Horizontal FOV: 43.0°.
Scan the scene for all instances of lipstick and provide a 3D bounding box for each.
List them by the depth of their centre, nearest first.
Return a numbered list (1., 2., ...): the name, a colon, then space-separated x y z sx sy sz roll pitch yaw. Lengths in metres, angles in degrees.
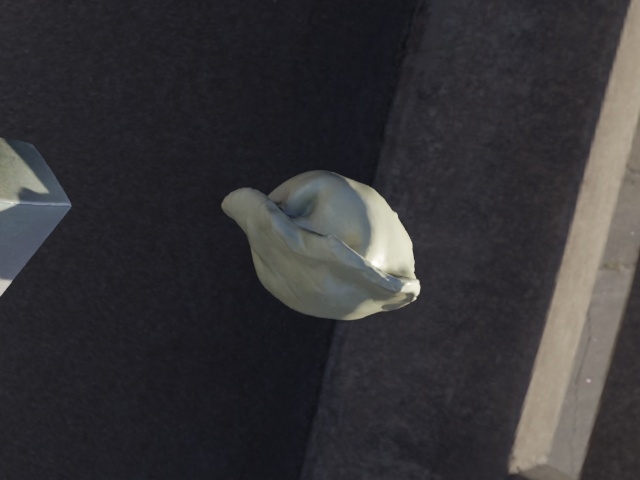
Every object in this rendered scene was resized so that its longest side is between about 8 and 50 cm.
1. lipstick: -0.351 0.067 0.678 0.371 0.076 0.079 -45 160 21

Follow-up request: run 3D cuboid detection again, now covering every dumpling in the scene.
1. dumpling: 0.000 0.000 0.771 0.162 0.250 0.132 14 102 -31
